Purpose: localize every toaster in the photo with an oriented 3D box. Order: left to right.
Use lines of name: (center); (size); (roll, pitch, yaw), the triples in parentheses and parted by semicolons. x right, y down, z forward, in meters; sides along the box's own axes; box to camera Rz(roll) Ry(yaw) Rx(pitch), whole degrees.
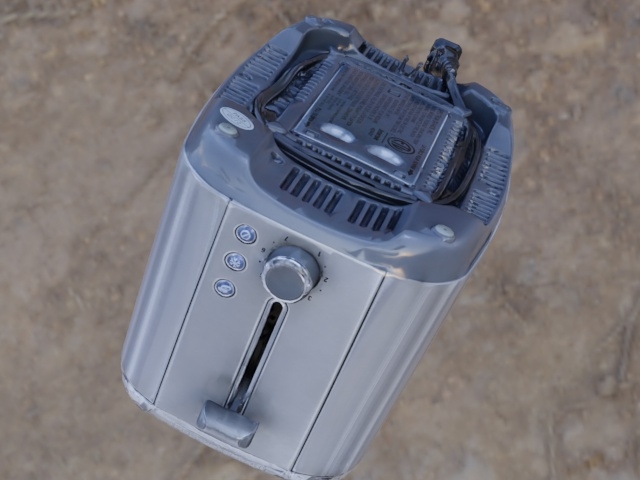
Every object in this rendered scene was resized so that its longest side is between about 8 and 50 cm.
toaster: (0.000, 0.000, 0.605); (0.129, 0.146, 0.227); (25, 29, 1)
